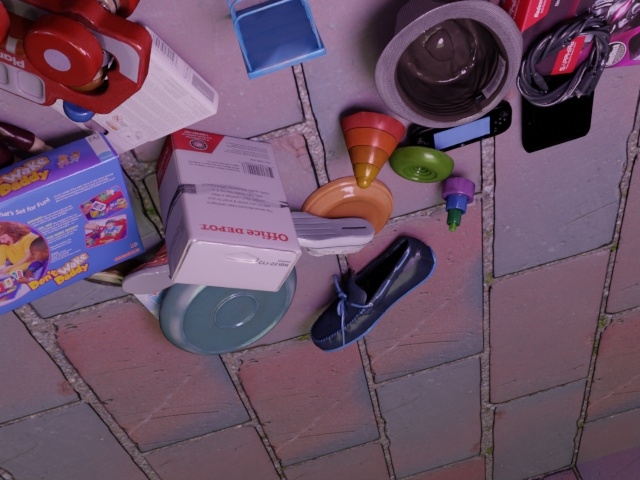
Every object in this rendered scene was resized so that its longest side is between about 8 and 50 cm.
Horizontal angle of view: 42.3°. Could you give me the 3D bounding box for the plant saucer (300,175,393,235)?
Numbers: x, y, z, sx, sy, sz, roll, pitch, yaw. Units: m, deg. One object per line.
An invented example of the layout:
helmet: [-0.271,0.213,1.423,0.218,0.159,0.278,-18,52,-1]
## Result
plant saucer: [0.057,-0.049,1.702,0.199,0.037,0.200,-10,139,-9]

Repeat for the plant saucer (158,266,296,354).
plant saucer: [-0.187,0.140,1.773,0.317,0.044,0.318,-19,139,-18]

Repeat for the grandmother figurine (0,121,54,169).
grandmother figurine: [-0.547,-0.120,1.363,0.207,0.104,0.342,-38,141,-18]

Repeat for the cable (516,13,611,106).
cable: [0.411,-0.305,1.392,0.150,0.047,0.185,-3,144,-8]

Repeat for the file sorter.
file sorter: [-0.076,-0.342,1.214,0.118,0.170,0.105,-18,137,1]

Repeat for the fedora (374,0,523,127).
fedora: [0.201,-0.316,1.376,0.243,0.124,0.275,-38,137,24]

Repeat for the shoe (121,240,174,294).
shoe: [-0.310,0.044,1.640,0.177,0.081,0.064,-18,141,-4]

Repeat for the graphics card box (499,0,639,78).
graphics card box: [0.492,-0.405,1.403,0.370,0.094,0.233,-9,141,-12]

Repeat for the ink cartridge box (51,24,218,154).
ink cartridge box: [-0.309,-0.238,1.358,0.224,0.056,0.181,-16,145,29]

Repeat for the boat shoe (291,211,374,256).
boat shoe: [0.000,0.000,1.642,0.226,0.083,0.076,4,135,-25]

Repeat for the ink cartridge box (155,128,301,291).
ink cartridge box: [-0.165,-0.053,1.430,0.196,0.273,0.114,7,134,-26]

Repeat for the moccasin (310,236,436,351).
moccasin: [0.095,0.105,1.845,0.342,0.138,0.117,-44,131,9]

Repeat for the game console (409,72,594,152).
game console: [0.347,-0.226,1.586,0.361,0.044,0.213,-17,146,3]

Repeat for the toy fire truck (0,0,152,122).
toy fire truck: [-0.385,-0.277,1.148,0.302,0.169,0.254,21,148,-6]

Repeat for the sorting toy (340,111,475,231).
sorting toy: [0.169,-0.110,1.570,0.127,0.126,0.365,-8,154,44]

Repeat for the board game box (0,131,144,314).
board game box: [-0.487,-0.012,1.380,0.347,0.078,0.233,-25,140,-20]

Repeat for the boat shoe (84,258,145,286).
boat shoe: [-0.405,0.067,1.661,0.152,0.056,0.049,14,137,-19]

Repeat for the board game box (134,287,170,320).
board game box: [-0.285,0.123,1.776,0.160,0.039,0.211,-23,140,6]
